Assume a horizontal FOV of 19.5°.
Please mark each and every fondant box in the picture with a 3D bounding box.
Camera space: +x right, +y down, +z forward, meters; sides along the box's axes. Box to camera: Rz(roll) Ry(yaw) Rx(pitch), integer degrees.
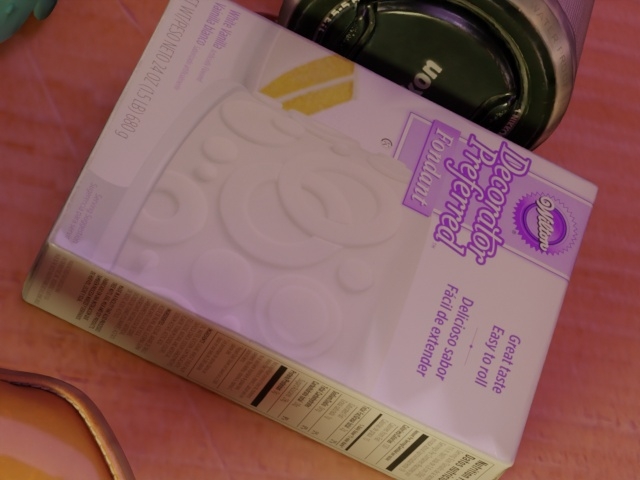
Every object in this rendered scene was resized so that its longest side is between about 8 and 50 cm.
[{"bbox_3d":[0.000,0.000,1.257,0.330,0.096,0.238,27,57,-7],"label":"fondant box"}]

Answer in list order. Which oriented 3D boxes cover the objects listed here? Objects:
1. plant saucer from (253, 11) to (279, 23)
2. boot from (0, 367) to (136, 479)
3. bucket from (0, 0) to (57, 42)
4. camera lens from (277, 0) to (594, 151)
[{"bbox_3d":[-0.039,-0.141,1.430,0.083,0.013,0.083,13,50,-17],"label":"plant saucer"},{"bbox_3d":[-0.238,0.119,0.981,0.283,0.109,0.220,51,41,9],"label":"boot"},{"bbox_3d":[-0.275,-0.292,1.293,0.281,0.183,0.281,18,41,-16],"label":"bucket"},{"bbox_3d":[0.099,-0.200,1.406,0.219,0.219,0.274,26,47,-7],"label":"camera lens"}]
